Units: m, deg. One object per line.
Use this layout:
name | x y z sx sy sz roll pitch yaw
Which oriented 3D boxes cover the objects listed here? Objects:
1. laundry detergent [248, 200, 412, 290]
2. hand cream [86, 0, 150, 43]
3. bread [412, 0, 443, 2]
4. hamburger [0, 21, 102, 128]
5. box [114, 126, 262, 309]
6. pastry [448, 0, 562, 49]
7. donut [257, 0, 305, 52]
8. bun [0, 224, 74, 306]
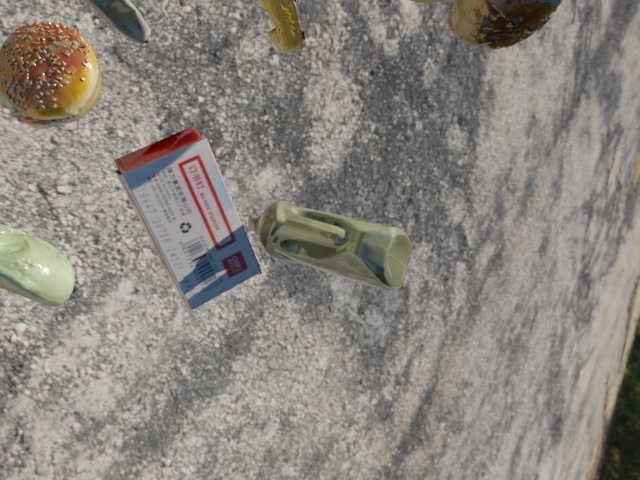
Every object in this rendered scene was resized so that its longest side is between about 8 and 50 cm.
laundry detergent | 0.000 0.000 0.765 0.181 0.253 0.091 26 80 -66
hand cream | -0.324 -0.368 0.805 0.165 0.057 0.037 44 27 -67
bread | 0.166 -0.475 0.627 0.250 0.394 0.361 -9 127 -42
hamburger | -0.574 -0.348 1.078 0.147 0.236 0.237 -8 108 -80
box | -0.179 -0.027 0.707 0.122 0.050 0.230 -30 118 -19
pastry | 0.378 -0.472 1.034 0.218 0.228 0.100 6 64 -55
donut | -0.101 -0.571 1.326 0.078 0.146 0.181 -27 142 -13
bun | -0.551 0.038 0.927 0.221 0.221 0.109 43 63 -49
